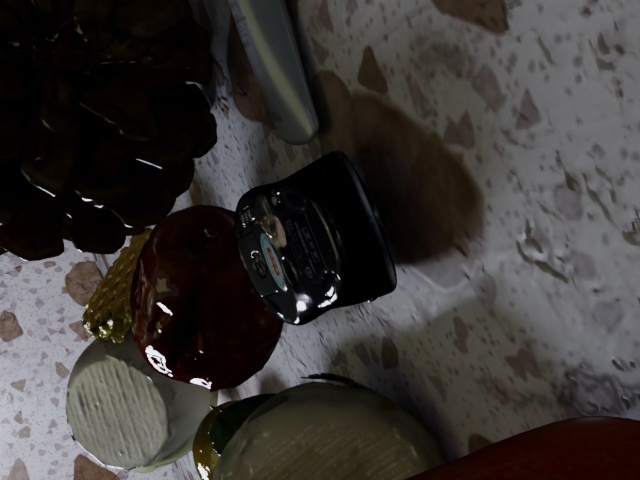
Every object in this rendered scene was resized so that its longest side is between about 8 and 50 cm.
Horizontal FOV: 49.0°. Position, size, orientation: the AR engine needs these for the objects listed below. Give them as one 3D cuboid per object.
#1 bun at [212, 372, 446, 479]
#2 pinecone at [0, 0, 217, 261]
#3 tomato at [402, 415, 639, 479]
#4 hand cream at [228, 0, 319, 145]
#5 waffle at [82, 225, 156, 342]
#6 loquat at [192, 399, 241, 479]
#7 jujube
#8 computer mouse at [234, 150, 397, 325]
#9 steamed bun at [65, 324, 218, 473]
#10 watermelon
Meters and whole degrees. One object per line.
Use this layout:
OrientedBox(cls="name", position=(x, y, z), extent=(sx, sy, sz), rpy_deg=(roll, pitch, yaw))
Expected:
OrientedBox(cls="bun", position=(0.012, 0.250, 0.690), extent=(0.239, 0.239, 0.141), rpy_deg=(62, -177, 13))
OrientedBox(cls="pinecone", position=(-0.294, -0.165, 0.799), extent=(0.398, 0.397, 0.398), rpy_deg=(47, 149, 40))
OrientedBox(cls="tomato", position=(0.139, 0.259, 0.335), extent=(0.290, 0.293, 0.325), rpy_deg=(105, 148, -71))
OrientedBox(cls="hand cream", position=(-0.056, -0.209, 0.636), extent=(0.079, 0.048, 0.255), rpy_deg=(19, 129, 67))
OrientedBox(cls="waffle", position=(-0.370, 0.081, 1.356), extent=(0.052, 0.254, 0.245), rpy_deg=(38, 169, -29))
OrientedBox(cls="loquat", position=(-0.135, 0.335, 1.141), extent=(0.152, 0.152, 0.195), rpy_deg=(65, 149, 8))
OrientedBox(cls="jujube", position=(-0.131, 0.073, 0.842), extent=(0.197, 0.197, 0.290), rpy_deg=(57, 161, 25))
OrientedBox(cls="computer mouse", position=(0.000, 0.000, 0.634), extent=(0.233, 0.096, 0.137), rpy_deg=(-14, 102, 62))
OrientedBox(cls="steamed bun", position=(-0.340, 0.300, 1.430), extent=(0.309, 0.309, 0.309), rpy_deg=(47, 149, 40))
OrientedBox(cls="watermelon", position=(-0.034, 0.260, 0.868), extent=(0.204, 0.127, 0.232), rpy_deg=(40, 176, -6))
